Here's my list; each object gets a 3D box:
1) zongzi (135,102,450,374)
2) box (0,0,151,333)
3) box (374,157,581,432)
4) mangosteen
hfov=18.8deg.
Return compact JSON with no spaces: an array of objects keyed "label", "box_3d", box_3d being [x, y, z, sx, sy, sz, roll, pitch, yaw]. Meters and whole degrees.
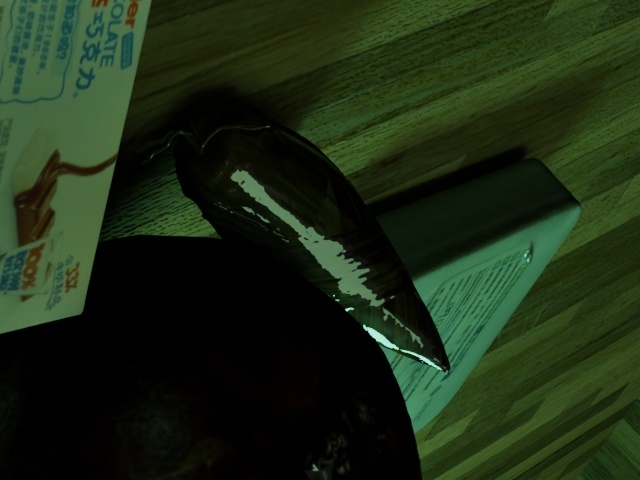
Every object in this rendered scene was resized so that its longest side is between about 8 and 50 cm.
[{"label":"zongzi","box_3d":[0.000,0.000,1.525,0.111,0.241,0.247,-49,160,-1]},{"label":"box","box_3d":[-0.213,-0.063,1.146,0.265,0.048,0.273,-12,121,-55]},{"label":"box","box_3d":[0.072,0.105,2.075,0.396,0.111,0.396,-21,151,-47]},{"label":"mangosteen","box_3d":[-0.131,0.166,1.440,0.381,0.421,0.381,-41,140,-45]}]
